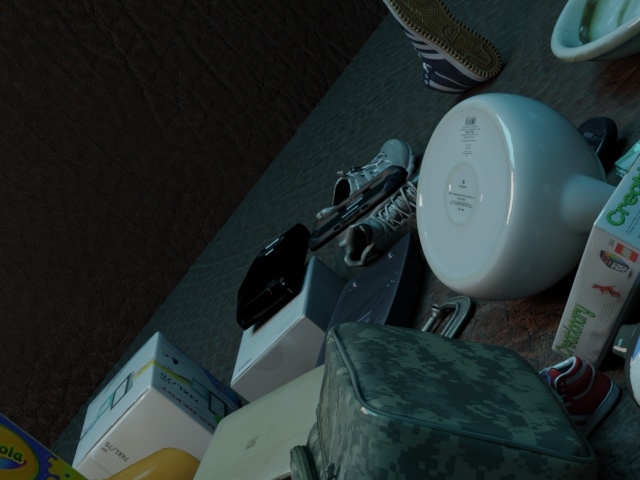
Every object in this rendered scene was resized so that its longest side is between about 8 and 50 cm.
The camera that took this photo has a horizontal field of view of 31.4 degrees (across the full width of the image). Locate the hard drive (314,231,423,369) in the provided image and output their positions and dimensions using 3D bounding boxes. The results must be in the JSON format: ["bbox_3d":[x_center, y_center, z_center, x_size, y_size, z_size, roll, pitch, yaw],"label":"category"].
[{"bbox_3d":[0.076,0.108,1.676,0.172,0.054,0.255,-41,15,31],"label":"hard drive"}]

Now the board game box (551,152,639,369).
[{"bbox_3d":[0.288,-0.014,1.000,0.193,0.053,0.305,-53,-18,-17],"label":"board game box"}]

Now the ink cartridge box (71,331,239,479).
[{"bbox_3d":[-0.267,0.321,1.898,0.197,0.198,0.270,-47,14,7],"label":"ink cartridge box"}]

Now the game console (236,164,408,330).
[{"bbox_3d":[0.000,0.000,1.904,0.361,0.044,0.213,-37,17,22],"label":"game console"}]

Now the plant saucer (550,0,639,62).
[{"bbox_3d":[0.493,-0.372,1.552,0.400,0.100,0.400,-47,13,15],"label":"plant saucer"}]

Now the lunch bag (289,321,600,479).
[{"bbox_3d":[0.083,0.233,0.969,0.305,0.212,0.256,-116,37,-77],"label":"lunch bag"}]

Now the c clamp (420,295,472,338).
[{"bbox_3d":[0.133,0.133,1.485,0.161,0.022,0.137,-52,13,-9],"label":"c clamp"}]

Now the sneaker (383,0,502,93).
[{"bbox_3d":[0.205,-0.389,2.183,0.099,0.282,0.153,-51,5,-19],"label":"sneaker"}]

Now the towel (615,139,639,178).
[{"bbox_3d":[0.397,-0.105,1.280,0.113,0.023,0.152,-49,13,5],"label":"towel"}]

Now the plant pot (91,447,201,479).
[{"bbox_3d":[-0.251,0.407,1.656,0.205,0.205,0.188,-38,2,42],"label":"plant pot"}]

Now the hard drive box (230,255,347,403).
[{"bbox_3d":[-0.047,0.154,1.880,0.181,0.089,0.232,-44,13,20],"label":"hard drive box"}]

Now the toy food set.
[{"bbox_3d":[-0.063,0.305,1.552,0.306,0.092,0.220,-32,19,31],"label":"toy food set"}]

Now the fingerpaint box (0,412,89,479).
[{"bbox_3d":[-0.344,0.443,1.252,0.163,0.445,0.371,-38,17,38],"label":"fingerpaint box"}]

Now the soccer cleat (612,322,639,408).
[{"bbox_3d":[0.366,0.020,0.892,0.143,0.116,0.331,11,55,48],"label":"soccer cleat"}]

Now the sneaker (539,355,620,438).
[{"bbox_3d":[0.214,0.160,1.035,0.118,0.067,0.042,-51,13,-9],"label":"sneaker"}]

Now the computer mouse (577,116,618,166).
[{"bbox_3d":[0.302,-0.052,1.437,0.242,0.041,0.071,-55,30,-2],"label":"computer mouse"}]

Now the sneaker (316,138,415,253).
[{"bbox_3d":[0.087,-0.107,2.115,0.105,0.115,0.281,-35,19,47],"label":"sneaker"}]

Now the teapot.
[{"bbox_3d":[0.237,-0.046,1.307,0.252,0.187,0.256,118,145,-42],"label":"teapot"}]

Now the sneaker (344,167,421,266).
[{"bbox_3d":[0.118,-0.034,1.774,0.229,0.086,0.132,-53,-24,23],"label":"sneaker"}]
